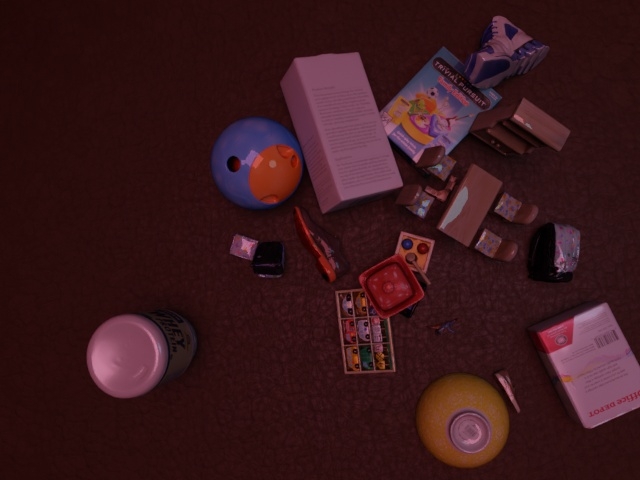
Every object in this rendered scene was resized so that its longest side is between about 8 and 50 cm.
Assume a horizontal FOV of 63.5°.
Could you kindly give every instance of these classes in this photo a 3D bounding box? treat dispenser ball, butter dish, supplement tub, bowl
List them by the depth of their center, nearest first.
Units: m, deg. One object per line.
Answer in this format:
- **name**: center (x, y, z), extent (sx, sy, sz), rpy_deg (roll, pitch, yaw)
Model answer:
- **butter dish**: center (0.208, 0.139, 1.552), extent (0.159, 0.118, 0.160), rpy_deg (-31, 81, 10)
- **bowl**: center (0.437, 0.558, 1.556), extent (0.289, 0.156, 0.290), rpy_deg (0, 87, 5)
- **supplement tub**: center (-0.526, 0.332, 1.579), extent (0.235, 0.325, 0.236), rpy_deg (0, 86, 6)
- **treat dispenser ball**: center (-0.195, -0.237, 1.606), extent (0.288, 0.288, 0.288), rpy_deg (0, 86, 5)

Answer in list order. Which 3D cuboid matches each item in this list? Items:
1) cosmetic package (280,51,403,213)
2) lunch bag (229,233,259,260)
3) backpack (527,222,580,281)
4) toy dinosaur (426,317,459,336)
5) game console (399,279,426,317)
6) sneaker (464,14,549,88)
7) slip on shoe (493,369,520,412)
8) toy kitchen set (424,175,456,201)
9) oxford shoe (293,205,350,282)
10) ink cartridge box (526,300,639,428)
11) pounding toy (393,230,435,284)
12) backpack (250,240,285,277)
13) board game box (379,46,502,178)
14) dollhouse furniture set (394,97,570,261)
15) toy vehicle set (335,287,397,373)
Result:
- **cosmetic package**: center (0.060, -0.335, 1.613), extent (0.230, 0.161, 0.454), rpy_deg (-14, 84, -25)
- **lunch bag**: center (-0.252, 0.022, 1.712), extent (0.083, 0.053, 0.071), rpy_deg (16, 90, -3)
- **backpack**: center (0.719, 0.037, 1.583), extent (0.115, 0.152, 0.182), rpy_deg (9, 84, -10)
- **toy dinosaur**: center (0.398, 0.267, 1.640), extent (0.090, 0.047, 0.082), rpy_deg (38, 72, 17)
- **game console**: center (0.259, 0.168, 1.642), extent (0.071, 0.107, 0.122), rpy_deg (28, 89, -32)
- **sneaker**: center (0.546, -0.598, 1.624), extent (0.315, 0.127, 0.182), rpy_deg (-23, 66, -27)
- **slip on shoe**: center (0.588, 0.467, 1.604), extent (0.041, 0.051, 0.135), rpy_deg (-26, 78, -9)
- **toy kitchen set**: center (0.386, -0.179, 1.656), extent (0.075, 0.068, 0.083), rpy_deg (28, 89, 7)
- **oxford shoe**: center (0.000, 0.000, 1.681), extent (0.098, 0.097, 0.271), rpy_deg (-28, 88, -17)
- **ink cartridge box**: center (0.798, 0.363, 1.547), extent (0.226, 0.131, 0.306), rpy_deg (-24, 86, 3)
- **pounding toy**: center (0.297, 0.056, 1.632), extent (0.130, 0.100, 0.141), rpy_deg (16, 88, 7)
- **backpack**: center (-0.166, 0.063, 1.679), extent (0.104, 0.084, 0.114), rpy_deg (1, 46, 4)
- **board game box**: center (0.368, -0.411, 1.669), extent (0.254, 0.079, 0.336), rpy_deg (44, 91, 7)
- **dollhouse furniture set**: center (0.490, -0.178, 1.501), extent (0.362, 0.256, 0.394), rpy_deg (29, 88, -12)
- **toy vehicle set**: center (0.145, 0.285, 1.645), extent (0.165, 0.035, 0.267), rpy_deg (-8, 85, 18)
